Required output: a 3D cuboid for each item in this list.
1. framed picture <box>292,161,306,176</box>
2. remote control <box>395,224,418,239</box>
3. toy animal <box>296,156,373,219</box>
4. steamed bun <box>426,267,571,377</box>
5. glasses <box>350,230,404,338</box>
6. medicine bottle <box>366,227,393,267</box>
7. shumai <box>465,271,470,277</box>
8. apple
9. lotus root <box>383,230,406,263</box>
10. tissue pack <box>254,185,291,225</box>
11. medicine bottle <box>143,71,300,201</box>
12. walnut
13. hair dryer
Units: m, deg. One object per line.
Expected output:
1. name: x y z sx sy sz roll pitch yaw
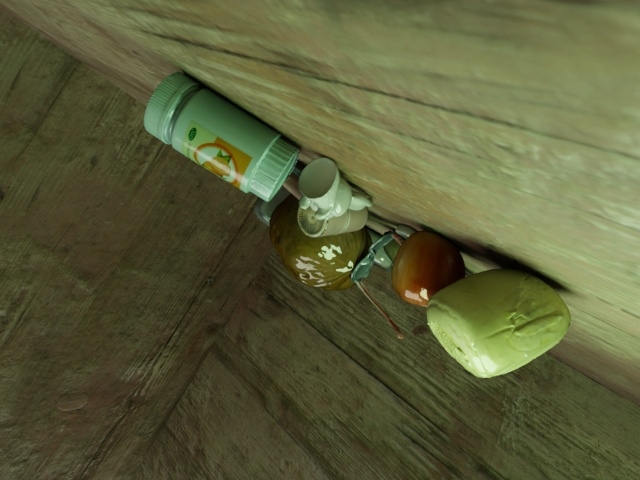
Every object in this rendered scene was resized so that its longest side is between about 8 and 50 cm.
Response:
1. framed picture: -0.152 -0.264 1.254 0.315 0.024 0.232 30 179 -42
2. remote control: 0.297 0.014 1.200 0.190 0.029 0.087 32 179 -19
3. toy animal: 0.036 -0.094 0.993 0.104 0.130 0.221 15 174 32
4. steamed bun: 0.337 0.140 0.853 0.166 0.232 0.273 59 180 -1
5. glasses: 0.223 0.127 1.255 0.118 0.234 0.268 -11 -125 -44
6. medicine bottle: 0.241 0.037 1.953 0.282 0.123 0.375 30 180 15
7. shumai: 0.423 0.143 1.283 0.186 0.183 0.218 -3 168 -3
8. apple: 0.259 0.069 1.025 0.199 0.199 0.199 32 180 0
9. lotus root: 0.254 0.028 1.371 0.113 0.088 0.192 43 -172 -37
10. tissue pack: -0.141 -0.133 2.039 0.333 0.229 0.236 32 179 -17
11. medicine bottle: -0.215 -0.226 0.966 0.318 0.158 0.158 31 180 -2
12. walnut: 0.000 0.000 1.460 0.354 0.308 0.398 27 -170 -37
13. hair dryer: -0.038 -0.140 1.178 0.189 0.106 0.344 -11 -134 -47
